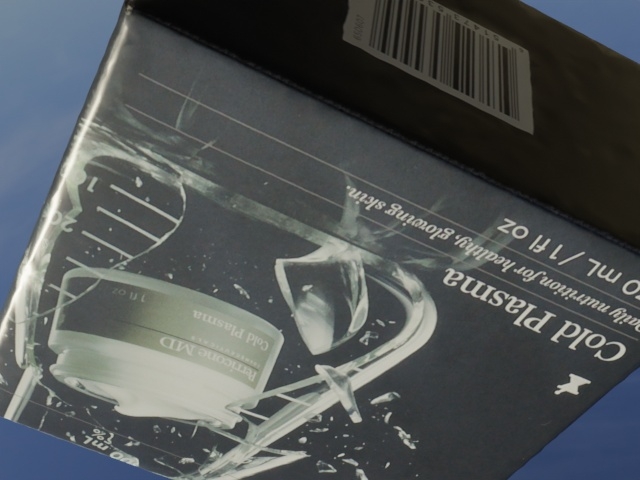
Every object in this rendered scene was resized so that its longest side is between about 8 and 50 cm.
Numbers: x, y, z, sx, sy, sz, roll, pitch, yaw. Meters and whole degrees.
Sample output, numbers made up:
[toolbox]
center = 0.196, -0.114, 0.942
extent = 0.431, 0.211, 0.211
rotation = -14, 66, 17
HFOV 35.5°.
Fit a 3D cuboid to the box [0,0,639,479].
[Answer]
[box]
center = 0.000, 0.000, 0.912
extent = 0.480, 0.472, 0.297
rotation = 24, -138, -13
